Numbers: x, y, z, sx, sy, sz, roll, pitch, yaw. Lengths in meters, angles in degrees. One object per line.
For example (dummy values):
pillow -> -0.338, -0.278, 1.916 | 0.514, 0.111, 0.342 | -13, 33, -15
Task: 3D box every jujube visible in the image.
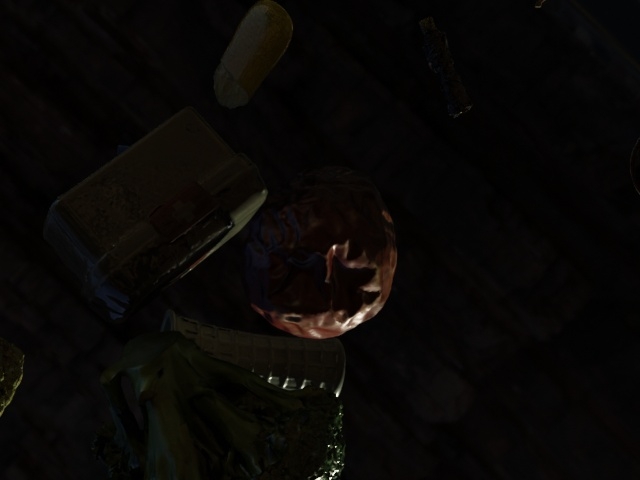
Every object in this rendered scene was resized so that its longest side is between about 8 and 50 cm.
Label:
jujube -> 0.000, 0.000, 1.427 | 0.216, 0.216, 0.342 | 43, -163, -15

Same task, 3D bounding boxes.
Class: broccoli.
broccoli -> -0.118, 0.230, 1.064 | 0.275, 0.307, 0.308 | 63, 178, -16

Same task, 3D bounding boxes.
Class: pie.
pie -> -0.620, 0.251, 1.860 | 0.090, 0.201, 0.248 | 57, 171, -34

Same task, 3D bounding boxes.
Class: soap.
soap -> -0.096, -0.247, 1.428 | 0.033, 0.168, 0.089 | 5, -145, -50

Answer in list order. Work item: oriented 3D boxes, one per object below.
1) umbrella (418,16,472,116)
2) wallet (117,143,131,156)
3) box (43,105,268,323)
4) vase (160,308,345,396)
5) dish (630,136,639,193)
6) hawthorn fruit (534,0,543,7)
umbrella -> 0.174, -0.245, 1.480 | 0.144, 0.037, 0.040 | 68, 160, -4
wallet -> -0.314, -0.126, 1.868 | 0.018, 0.082, 0.156 | -17, -161, -40
box -> -0.170, -0.025, 1.071 | 0.129, 0.210, 0.148 | 49, 154, 1
vase -> -0.114, 0.200, 1.741 | 0.298, 0.143, 0.143 | 7, -164, -16
dish -> 0.501, -0.113, 1.446 | 0.141, 0.141, 0.078 | 44, -152, 0
hawthorn fruit -> 0.388, -0.480, 1.604 | 0.241, 0.272, 0.242 | 24, 173, 3
